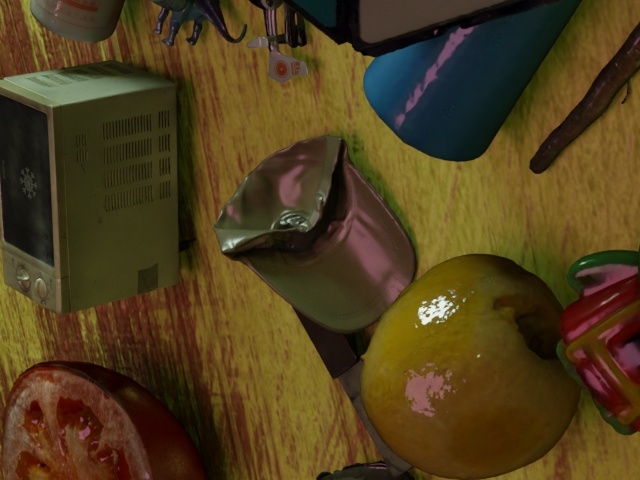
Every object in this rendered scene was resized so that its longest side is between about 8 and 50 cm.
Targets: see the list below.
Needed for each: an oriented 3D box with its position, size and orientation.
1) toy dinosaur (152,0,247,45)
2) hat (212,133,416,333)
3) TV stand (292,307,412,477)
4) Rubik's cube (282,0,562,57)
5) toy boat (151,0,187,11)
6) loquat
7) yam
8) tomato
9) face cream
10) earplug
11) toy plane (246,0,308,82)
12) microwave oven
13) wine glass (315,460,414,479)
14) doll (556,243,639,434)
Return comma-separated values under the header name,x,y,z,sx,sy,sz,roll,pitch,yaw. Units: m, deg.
name,x,y,z,sx,sy,sz,roll,pitch,yaw
toy dinosaur,-0.143,-0.249,1.732,0.197,0.045,0.080,37,118,39
hat,0.000,0.000,1.661,0.173,0.166,0.144,50,180,-23
TV stand,0.036,0.123,1.691,0.049,0.040,0.256,-41,75,44
Rubik's cube,0.059,-0.356,1.235,0.310,0.305,0.307,-10,59,44
toy boat,-0.186,-0.336,1.655,0.134,0.079,0.208,-40,100,11
loquat,0.136,0.122,1.469,0.213,0.213,0.213,18,116,40
yam,0.249,-0.132,1.399,0.234,0.029,0.027,-55,38,43
tomato,-0.246,0.289,1.961,0.338,0.143,0.338,13,109,43
face cream,-0.236,-0.344,1.751,0.101,0.101,0.252,43,126,26
earplug,0.158,-0.208,1.394,0.132,0.132,0.273,50,130,20
toy plane,-0.056,-0.257,1.640,0.078,0.053,0.197,-2,99,36
microwave oven,-0.256,-0.065,1.811,0.145,0.194,0.241,22,119,44
wine glass,0.049,0.340,1.705,0.122,0.122,0.183,10,115,43
doll,0.341,0.016,1.261,0.183,0.160,0.363,55,132,14
